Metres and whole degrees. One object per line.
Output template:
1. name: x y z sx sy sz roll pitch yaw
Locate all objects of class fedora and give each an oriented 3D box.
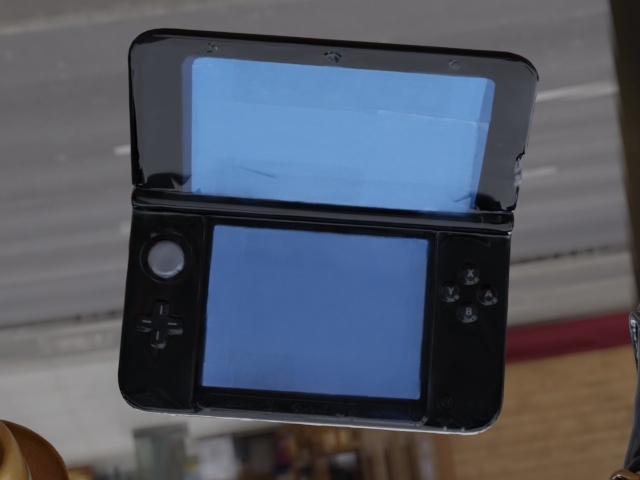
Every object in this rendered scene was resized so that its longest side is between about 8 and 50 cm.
1. fedora: -0.308 0.199 1.589 0.194 0.079 0.194 -1 -143 1

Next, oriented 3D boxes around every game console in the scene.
1. game console: 0.000 0.000 0.561 0.122 0.107 0.071 4 169 0

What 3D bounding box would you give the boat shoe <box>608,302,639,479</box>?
1. boat shoe: 0.116 0.103 0.656 0.083 0.183 0.065 -11 159 3
